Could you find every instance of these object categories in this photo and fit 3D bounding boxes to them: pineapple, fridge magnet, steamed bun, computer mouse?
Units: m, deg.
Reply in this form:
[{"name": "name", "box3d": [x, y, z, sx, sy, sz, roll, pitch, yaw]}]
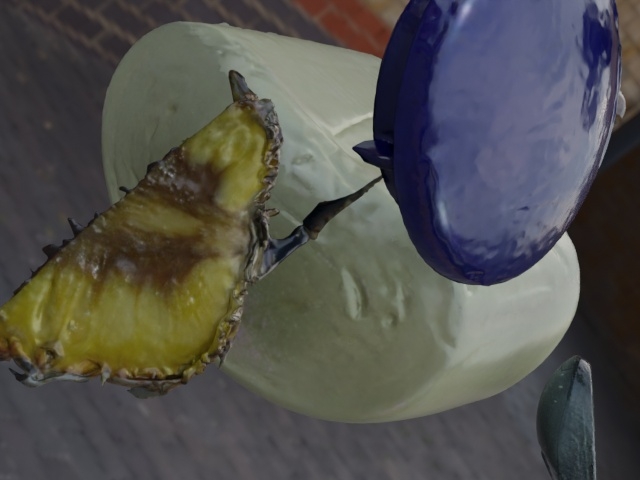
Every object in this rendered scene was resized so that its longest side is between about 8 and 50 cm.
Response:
[{"name": "pineapple", "box3d": [-0.104, 0.018, 1.323, 0.158, 0.334, 0.161, 43, 5, 7]}, {"name": "fridge magnet", "box3d": [0.130, -0.098, 1.194, 0.112, 0.265, 0.265, 18, -12, 36]}, {"name": "steamed bun", "box3d": [0.000, 0.000, 1.663, 0.456, 0.290, 0.371, 46, 23, 22]}, {"name": "computer mouse", "box3d": [0.290, 0.242, 1.963, 0.113, 0.068, 0.229, -66, 152, -66]}]

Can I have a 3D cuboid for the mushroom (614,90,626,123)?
[{"name": "mushroom", "box3d": [0.355, -0.193, 2.247, 0.123, 0.052, 0.123, 20, -12, 4]}]
